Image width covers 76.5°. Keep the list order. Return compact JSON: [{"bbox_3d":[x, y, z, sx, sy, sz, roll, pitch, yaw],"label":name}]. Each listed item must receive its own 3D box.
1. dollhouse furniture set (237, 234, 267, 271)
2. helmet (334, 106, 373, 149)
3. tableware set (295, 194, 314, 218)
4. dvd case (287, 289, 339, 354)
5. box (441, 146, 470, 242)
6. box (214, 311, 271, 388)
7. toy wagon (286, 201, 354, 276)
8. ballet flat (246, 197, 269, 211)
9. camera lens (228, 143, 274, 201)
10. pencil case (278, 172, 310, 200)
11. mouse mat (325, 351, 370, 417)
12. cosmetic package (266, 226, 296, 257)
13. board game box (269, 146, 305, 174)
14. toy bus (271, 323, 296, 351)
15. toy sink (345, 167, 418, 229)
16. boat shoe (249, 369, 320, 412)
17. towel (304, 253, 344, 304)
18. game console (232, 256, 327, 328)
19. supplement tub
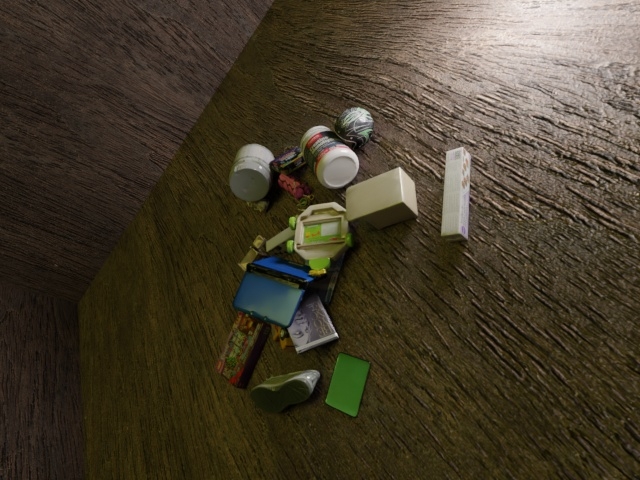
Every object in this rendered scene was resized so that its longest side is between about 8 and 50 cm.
[{"bbox_3d":[-0.268,0.097,1.941,0.161,0.101,0.181,41,100,23],"label":"dollhouse furniture set"},{"bbox_3d":[0.144,-0.486,1.735,0.170,0.161,0.169,-3,73,12],"label":"helmet"},{"bbox_3d":[-0.066,-0.136,1.861,0.104,0.024,0.154,17,88,29],"label":"tableware set"},{"bbox_3d":[-0.050,0.302,1.530,0.018,0.165,0.221,96,152,-52],"label":"dvd case"},{"bbox_3d":[0.452,-0.155,1.349,0.067,0.063,0.323,-11,61,43],"label":"box"},{"bbox_3d":[-0.348,0.480,1.810,0.201,0.057,0.293,14,79,49],"label":"box"},{"bbox_3d":[0.000,0.000,1.618,0.268,0.068,0.344,-7,56,16],"label":"toy wagon"},{"bbox_3d":[-0.355,-0.207,2.178,0.241,0.091,0.077,29,116,53],"label":"ballet flat"},{"bbox_3d":[-0.352,-0.356,2.108,0.219,0.219,0.274,-37,30,25],"label":"camera lens"},{"bbox_3d":[-0.133,-0.268,1.972,0.095,0.098,0.209,-57,41,4],"label":"pencil case"},{"bbox_3d":[0.093,0.493,1.401,0.153,0.007,0.189,4,73,46],"label":"mouse mat"},{"bbox_3d":[-0.128,-0.006,1.825,0.239,0.099,0.060,-31,52,30],"label":"cosmetic package"},{"bbox_3d":[-0.147,-0.402,2.035,0.170,0.048,0.141,-36,38,-21],"label":"board game box"},{"bbox_3d":[-0.139,0.294,1.644,0.130,0.108,0.332,-53,39,40],"label":"toy bus"},{"bbox_3d":[0.228,-0.141,1.517,0.234,0.131,0.152,-19,56,32],"label":"toy sink"},{"bbox_3d":[-0.138,0.562,1.533,0.321,0.103,0.118,-32,88,34],"label":"boat shoe"},{"bbox_3d":[0.000,0.116,1.679,0.209,0.034,0.284,2,70,46],"label":"towel"},{"bbox_3d":[-0.158,0.191,1.596,0.293,0.250,0.173,14,106,31],"label":"game console"},{"bbox_3d":[0.034,-0.371,1.790,0.191,0.191,0.272,-47,44,16],"label":"supplement tub"}]
